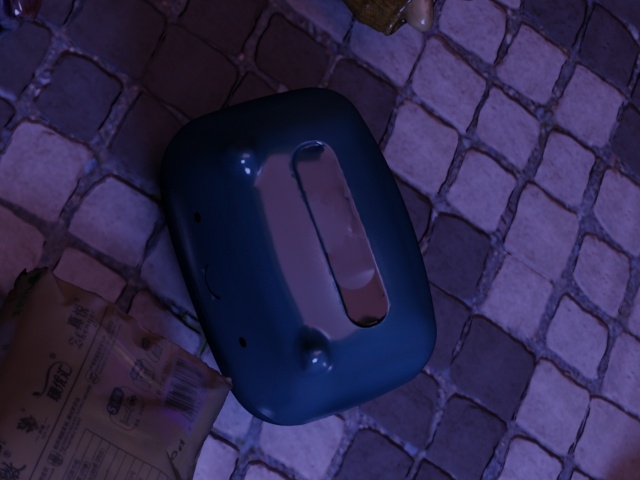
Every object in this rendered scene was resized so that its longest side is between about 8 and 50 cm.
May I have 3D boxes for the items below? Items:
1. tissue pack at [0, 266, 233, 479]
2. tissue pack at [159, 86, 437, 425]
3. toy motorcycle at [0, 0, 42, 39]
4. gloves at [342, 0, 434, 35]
[{"bbox_3d":[-0.198,0.174,1.368,0.215,0.123,0.256,32,45,-15],"label":"tissue pack"},{"bbox_3d":[-0.018,0.012,1.485,0.198,0.206,0.287,-17,87,-19],"label":"tissue pack"},{"bbox_3d":[-0.341,-0.308,1.443,0.182,0.241,0.319,-11,76,8],"label":"toy motorcycle"},{"bbox_3d":[0.017,-0.352,1.621,0.356,0.203,0.155,44,67,-6],"label":"gloves"}]
